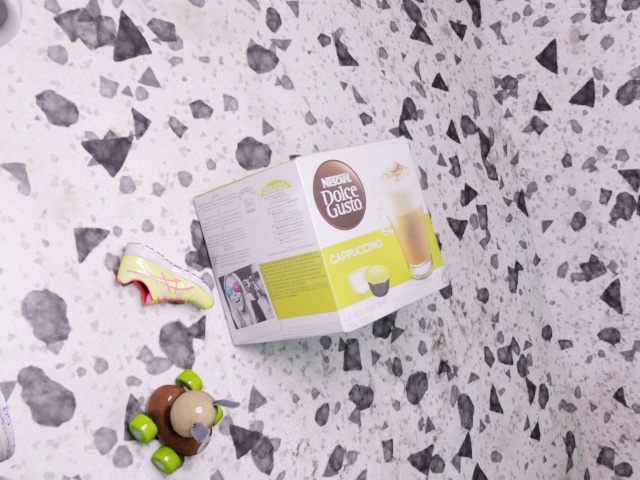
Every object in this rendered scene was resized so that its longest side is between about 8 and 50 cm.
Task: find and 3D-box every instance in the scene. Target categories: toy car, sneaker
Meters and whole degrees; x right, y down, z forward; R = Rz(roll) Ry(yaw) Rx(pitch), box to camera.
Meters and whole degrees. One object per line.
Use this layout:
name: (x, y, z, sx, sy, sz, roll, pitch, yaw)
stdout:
toy car: (-0.225, 0.329, 1.261, 0.155, 0.188, 0.149, -45, 110, -39)
sneaker: (-0.301, 0.091, 1.331, 0.208, 0.081, 0.094, 34, 66, -25)

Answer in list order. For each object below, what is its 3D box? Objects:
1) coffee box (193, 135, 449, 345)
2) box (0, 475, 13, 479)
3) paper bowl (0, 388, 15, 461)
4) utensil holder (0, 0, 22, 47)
coffee box: (0.000, 0.000, 1.443, 0.337, 0.338, 0.335, -17, 92, -44)
box: (-0.560, 0.414, 0.956, 0.232, 0.148, 0.127, -2, 82, -42)
paper bowl: (-0.543, 0.202, 0.928, 0.148, 0.284, 0.284, -27, 99, -39)
utensil holder: (-0.609, -0.516, 1.009, 0.327, 0.327, 0.386, 7, 75, -42)
